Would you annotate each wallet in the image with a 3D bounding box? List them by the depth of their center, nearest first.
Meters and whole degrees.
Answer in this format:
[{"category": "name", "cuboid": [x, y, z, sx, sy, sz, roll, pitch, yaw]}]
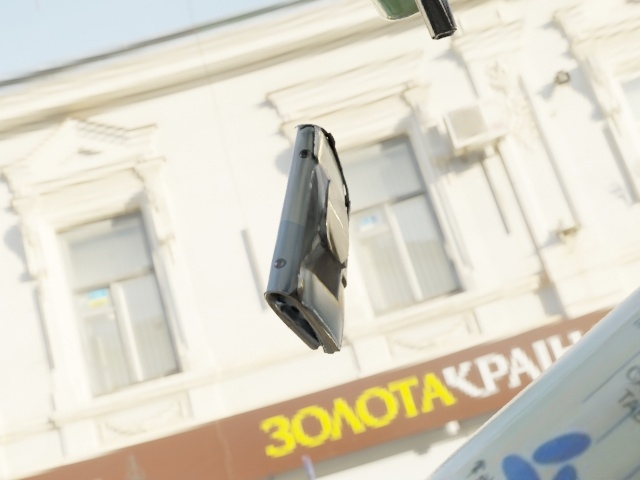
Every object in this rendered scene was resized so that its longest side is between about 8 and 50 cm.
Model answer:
[{"category": "wallet", "cuboid": [0.000, 0.000, 1.332, 0.069, 0.231, 0.170, -3, -31, 19]}]

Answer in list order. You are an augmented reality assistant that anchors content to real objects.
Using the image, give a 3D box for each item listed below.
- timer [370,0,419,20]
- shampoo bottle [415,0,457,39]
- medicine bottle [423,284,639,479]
[{"category": "timer", "cuboid": [0.090, -0.497, 1.566, 0.315, 0.291, 0.291, 43, -54, -18]}, {"category": "shampoo bottle", "cuboid": [0.099, -0.265, 1.168, 0.027, 0.137, 0.048, -23, -7, 34]}, {"category": "medicine bottle", "cuboid": [0.205, 0.110, 0.642, 0.293, 0.170, 0.170, -42, -27, 3]}]
